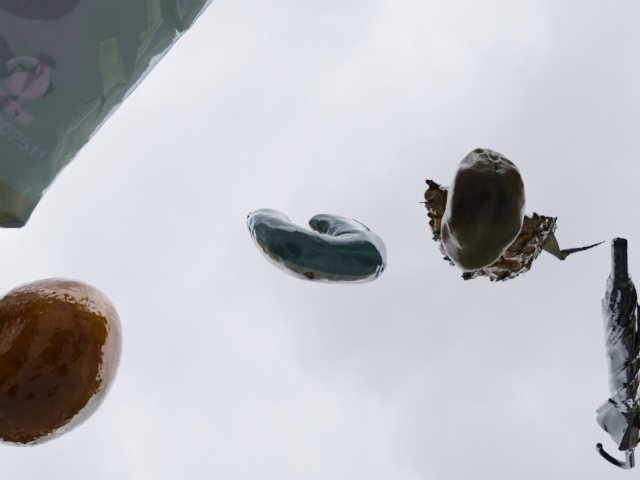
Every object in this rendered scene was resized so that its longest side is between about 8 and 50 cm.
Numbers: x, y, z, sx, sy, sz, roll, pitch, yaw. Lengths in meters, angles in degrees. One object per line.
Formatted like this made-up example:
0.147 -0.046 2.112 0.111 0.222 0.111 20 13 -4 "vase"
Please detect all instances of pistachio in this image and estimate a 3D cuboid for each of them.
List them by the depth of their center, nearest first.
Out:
0.239 -0.047 0.783 0.110 0.100 0.189 13 -99 22 "pistachio"

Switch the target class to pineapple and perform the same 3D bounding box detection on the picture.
0.329 0.011 0.953 0.334 0.158 0.161 16 -87 -37 "pineapple"

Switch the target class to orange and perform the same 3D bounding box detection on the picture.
-0.388 0.168 0.762 0.240 0.240 0.171 -34 -42 -4 "orange"

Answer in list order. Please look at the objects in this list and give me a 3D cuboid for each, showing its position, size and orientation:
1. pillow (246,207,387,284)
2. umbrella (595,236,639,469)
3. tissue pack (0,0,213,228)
0.000 0.000 0.894 0.233 0.214 0.086 1 -61 -29 "pillow"
0.190 0.087 0.324 0.044 0.044 0.269 -48 -43 -19 "umbrella"
-0.247 -0.255 0.276 0.405 0.205 0.332 47 -110 -38 "tissue pack"
